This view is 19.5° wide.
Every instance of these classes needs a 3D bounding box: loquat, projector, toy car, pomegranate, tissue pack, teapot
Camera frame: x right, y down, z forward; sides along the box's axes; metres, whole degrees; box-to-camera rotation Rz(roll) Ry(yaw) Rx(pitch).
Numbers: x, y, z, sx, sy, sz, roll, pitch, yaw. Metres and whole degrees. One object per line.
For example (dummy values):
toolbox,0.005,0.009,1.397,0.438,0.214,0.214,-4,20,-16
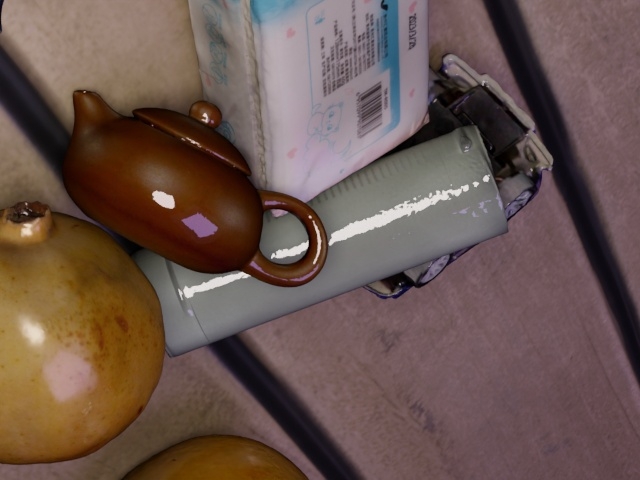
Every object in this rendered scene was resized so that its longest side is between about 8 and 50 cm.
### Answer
loquat,-0.107,0.328,1.889,0.263,0.263,0.263,-30,143,-25
projector,0.000,0.000,1.692,0.337,0.108,0.108,-20,145,2
toy car,0.104,-0.046,1.831,0.235,0.172,0.158,-40,161,-4
pomegranate,-0.236,0.081,1.516,0.233,0.233,0.233,-30,143,-25
tissue pack,-0.007,-0.177,1.592,0.201,0.124,0.271,-32,143,-23
teapot,-0.103,-0.045,1.551,0.252,0.178,0.135,26,93,-11

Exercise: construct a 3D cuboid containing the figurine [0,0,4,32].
figurine,-0.261,-0.231,1.216,0.265,0.197,0.175,-37,170,-23
